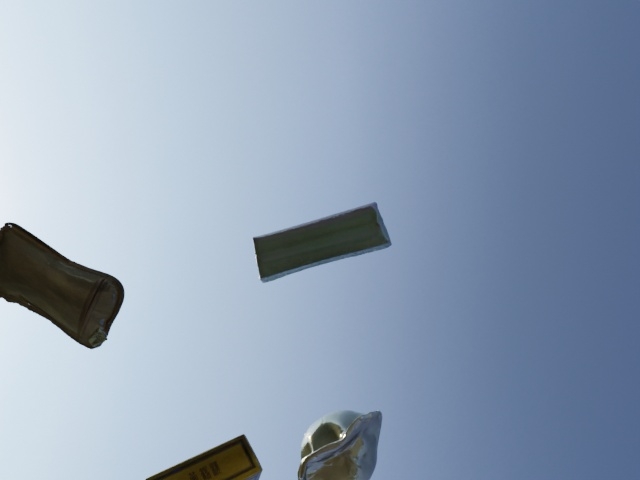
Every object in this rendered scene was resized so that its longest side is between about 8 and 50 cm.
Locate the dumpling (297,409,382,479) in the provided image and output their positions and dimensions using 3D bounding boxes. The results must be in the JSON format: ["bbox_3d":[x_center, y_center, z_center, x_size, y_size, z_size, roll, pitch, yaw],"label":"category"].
[{"bbox_3d":[0.018,0.347,0.872,0.124,0.151,0.228,40,-44,24],"label":"dumpling"}]

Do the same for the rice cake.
[{"bbox_3d":[-0.001,0.001,0.893,0.222,0.042,0.080,-16,-106,-5],"label":"rice cake"}]

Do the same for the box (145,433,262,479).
[{"bbox_3d":[-0.231,0.509,1.057,0.084,0.193,0.301,51,-38,32],"label":"box"}]

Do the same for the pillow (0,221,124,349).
[{"bbox_3d":[-0.415,0.071,0.855,0.233,0.038,0.130,28,-74,7],"label":"pillow"}]
